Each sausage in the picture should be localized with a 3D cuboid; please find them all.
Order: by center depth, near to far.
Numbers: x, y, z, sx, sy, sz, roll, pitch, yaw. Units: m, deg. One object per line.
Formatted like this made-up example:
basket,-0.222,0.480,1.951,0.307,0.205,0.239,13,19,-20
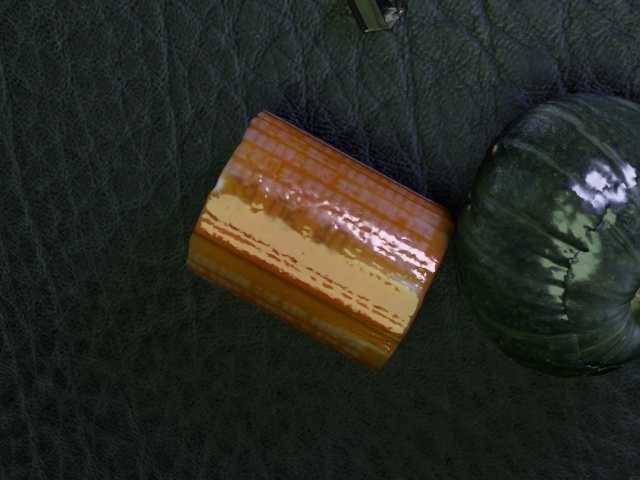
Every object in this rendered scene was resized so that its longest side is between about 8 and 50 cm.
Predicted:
sausage,0.000,0.000,1.587,0.287,0.233,0.233,29,115,-1

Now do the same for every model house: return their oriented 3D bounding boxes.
model house,0.060,-0.302,1.552,0.058,0.057,0.083,1,134,40

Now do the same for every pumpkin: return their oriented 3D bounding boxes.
pumpkin,0.310,0.000,1.492,0.257,0.291,0.328,41,138,40
